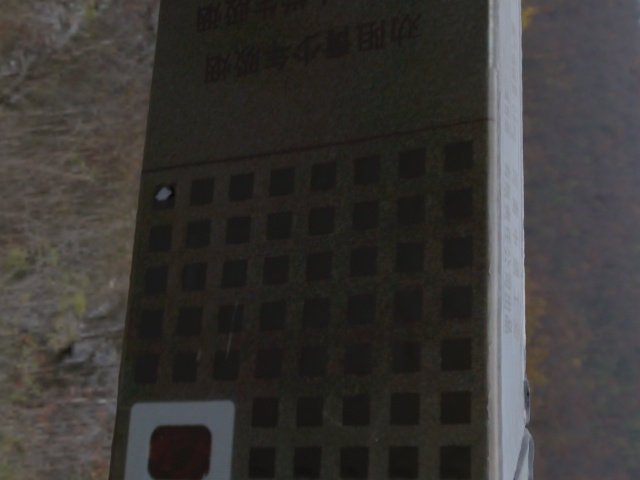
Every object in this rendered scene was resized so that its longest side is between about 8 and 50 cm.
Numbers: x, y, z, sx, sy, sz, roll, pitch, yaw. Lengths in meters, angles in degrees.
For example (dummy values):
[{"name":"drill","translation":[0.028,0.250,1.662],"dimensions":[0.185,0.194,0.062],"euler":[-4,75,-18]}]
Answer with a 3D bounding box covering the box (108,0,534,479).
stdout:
[{"name":"box","translation":[-0.001,0.001,0.464],"dimensions":[0.047,0.180,0.325],"euler":[30,58,-58]}]
